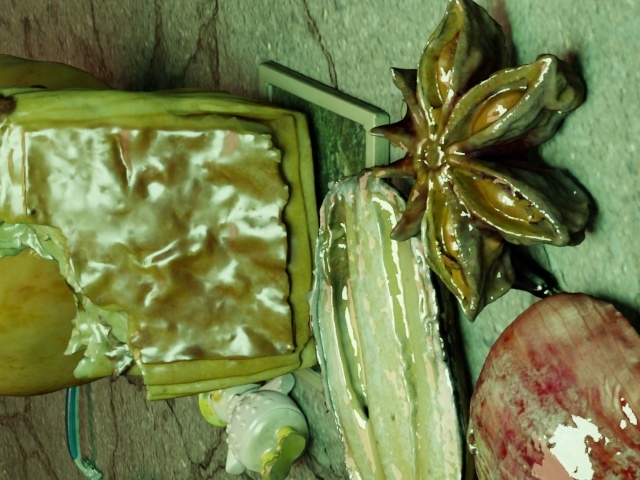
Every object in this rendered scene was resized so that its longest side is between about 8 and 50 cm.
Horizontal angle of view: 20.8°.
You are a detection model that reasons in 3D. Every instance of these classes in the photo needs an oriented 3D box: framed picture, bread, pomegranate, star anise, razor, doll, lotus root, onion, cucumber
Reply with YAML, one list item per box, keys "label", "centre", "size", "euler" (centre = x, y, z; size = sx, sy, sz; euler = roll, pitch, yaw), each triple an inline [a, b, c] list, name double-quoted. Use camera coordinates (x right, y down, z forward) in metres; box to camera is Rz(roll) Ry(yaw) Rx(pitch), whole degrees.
- label: "framed picture"
  centre: [0.000, 0.000, 1.742]
  size: [0.240, 0.020, 0.324]
  euler: [33, 128, 55]
- label: "bread"
  centre: [-0.190, -0.011, 1.746]
  size: [0.191, 0.370, 0.314]
  euler: [-105, 13, -73]
- label: "pomegranate"
  centre: [-0.331, -0.018, 2.007]
  size: [0.411, 0.411, 0.411]
  euler: [31, 127, 54]
- label: "star anise"
  centre: [0.136, -0.070, 1.384]
  size: [0.214, 0.099, 0.220]
  euler: [45, 122, 24]
- label: "razor"
  centre: [-0.341, 0.246, 2.452]
  size: [0.068, 0.037, 0.191]
  euler: [29, 125, 57]
- label: "doll"
  centre: [-0.074, 0.190, 1.889]
  size: [0.129, 0.081, 0.207]
  euler: [-61, 35, 7]
- label: "lotus root"
  centre: [0.074, 0.093, 1.589]
  size: [0.167, 0.078, 0.329]
  euler: [-2, 97, 42]
- label: "onion"
  centre: [0.205, 0.180, 1.316]
  size: [0.283, 0.120, 0.227]
  euler: [43, 145, 45]
- label: "cucumber"
  centre: [0.149, 0.022, 1.453]
  size: [0.163, 0.039, 0.043]
  euler: [30, 151, 56]
